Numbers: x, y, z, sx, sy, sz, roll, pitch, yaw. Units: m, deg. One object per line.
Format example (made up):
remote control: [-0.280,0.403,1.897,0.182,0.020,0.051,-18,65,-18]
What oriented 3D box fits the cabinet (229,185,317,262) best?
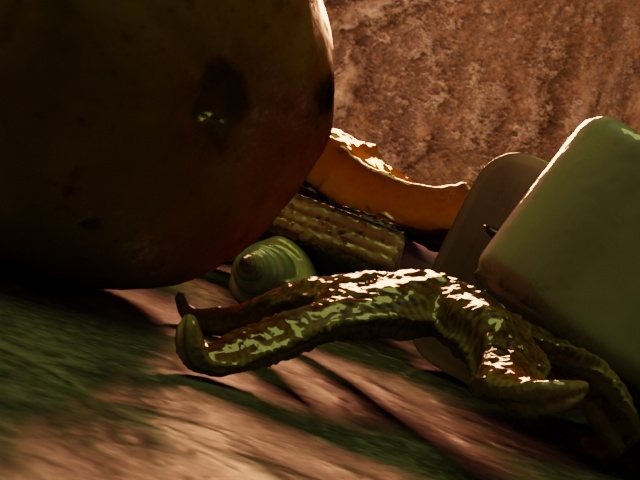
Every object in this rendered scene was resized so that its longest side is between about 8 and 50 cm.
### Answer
cabinet: [-0.110,-0.062,1.681,0.145,0.150,0.206,20,3,29]

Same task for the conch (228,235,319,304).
conch: [-0.027,0.032,1.265,0.088,0.065,0.180,18,-3,20]

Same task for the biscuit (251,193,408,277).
biscuit: [-0.002,0.013,1.386,0.147,0.046,0.250,21,-13,4]

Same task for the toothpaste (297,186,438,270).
toothpaste: [0.000,0.000,1.533,0.371,0.080,0.125,26,-41,-10]

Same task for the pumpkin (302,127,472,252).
pumpkin: [0.031,-0.071,1.447,0.258,0.095,0.290,34,6,3]

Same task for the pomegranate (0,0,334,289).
pomegranate: [-0.156,-0.137,1.061,0.342,0.342,0.342,18,3,-1]

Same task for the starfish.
starfish: [0.064,0.066,0.967,0.327,0.094,0.375,16,-2,-13]

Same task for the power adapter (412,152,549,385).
power adapter: [0.171,0.032,1.271,0.124,0.187,0.255,28,8,27]

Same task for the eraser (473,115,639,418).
eraser: [0.260,0.055,1.096,0.331,0.150,0.331,35,-2,1]
